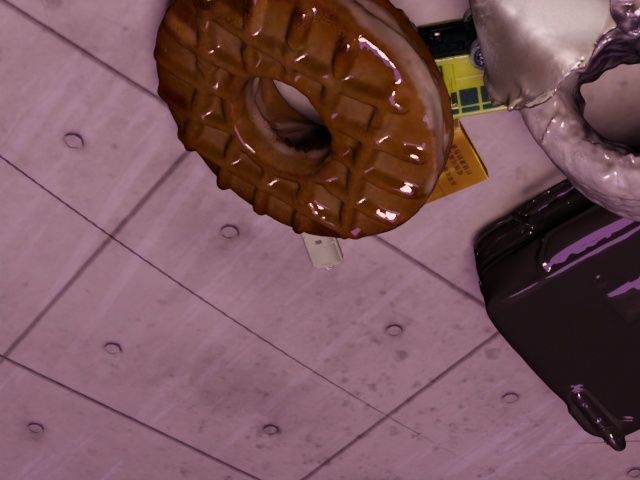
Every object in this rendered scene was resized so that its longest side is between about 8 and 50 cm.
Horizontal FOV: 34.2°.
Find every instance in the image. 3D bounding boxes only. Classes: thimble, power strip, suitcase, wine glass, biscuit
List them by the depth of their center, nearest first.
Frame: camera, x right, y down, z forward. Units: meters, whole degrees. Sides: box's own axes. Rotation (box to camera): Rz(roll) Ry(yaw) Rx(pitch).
[{"bbox_3d":[0.127,-0.235,0.915,0.232,0.156,0.156,31,125,-29],"label":"wine glass"},{"bbox_3d":[0.323,-0.137,1.027,0.246,0.217,0.157,26,180,26],"label":"thimble"},{"bbox_3d":[-0.018,-0.137,1.051,0.332,0.103,0.332,22,141,20],"label":"biscuit"},{"bbox_3d":[0.387,0.048,1.228,0.345,0.188,0.339,-31,122,24],"label":"suitcase"},{"bbox_3d":[0.000,0.000,1.303,0.040,0.016,0.090,-12,130,10],"label":"power strip"}]

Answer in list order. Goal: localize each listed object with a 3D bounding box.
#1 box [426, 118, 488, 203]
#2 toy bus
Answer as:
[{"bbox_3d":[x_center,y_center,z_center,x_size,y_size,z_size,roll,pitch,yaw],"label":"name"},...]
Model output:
[{"bbox_3d":[0.110,-0.079,1.230,0.156,0.022,0.089,-23,125,20],"label":"box"},{"bbox_3d":[0.125,-0.178,1.100,0.175,0.088,0.101,-9,130,8],"label":"toy bus"}]
